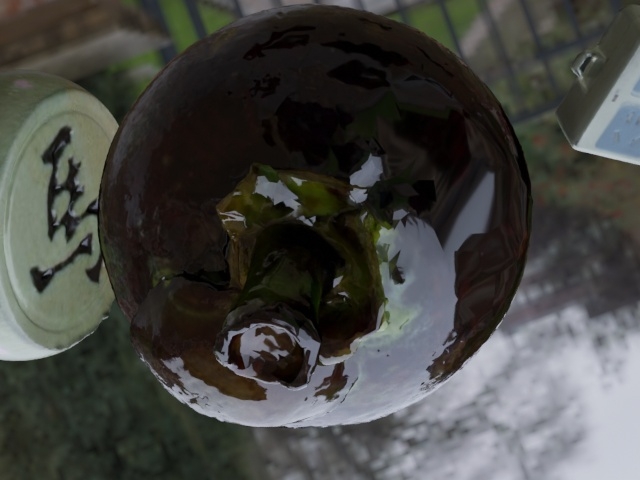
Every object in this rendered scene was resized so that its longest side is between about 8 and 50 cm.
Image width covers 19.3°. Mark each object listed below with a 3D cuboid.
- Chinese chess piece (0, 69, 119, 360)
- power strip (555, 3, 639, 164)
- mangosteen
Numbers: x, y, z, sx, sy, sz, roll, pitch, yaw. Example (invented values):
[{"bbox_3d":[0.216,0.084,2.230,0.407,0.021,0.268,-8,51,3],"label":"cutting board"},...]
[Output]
[{"bbox_3d":[-0.256,-0.022,1.613,0.101,0.250,0.250,5,-167,25],"label":"Chinese chess piece"},{"bbox_3d":[0.340,-0.083,1.359,0.367,0.043,0.106,11,127,-27],"label":"power strip"},{"bbox_3d":[0.000,0.000,0.963,0.231,0.231,0.289,-21,-163,2],"label":"mangosteen"}]
